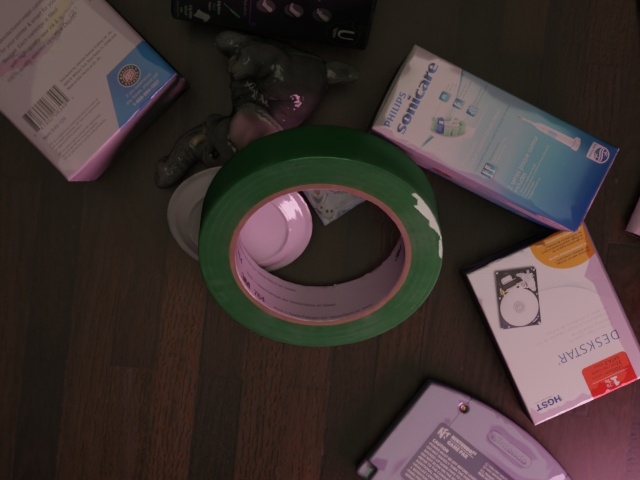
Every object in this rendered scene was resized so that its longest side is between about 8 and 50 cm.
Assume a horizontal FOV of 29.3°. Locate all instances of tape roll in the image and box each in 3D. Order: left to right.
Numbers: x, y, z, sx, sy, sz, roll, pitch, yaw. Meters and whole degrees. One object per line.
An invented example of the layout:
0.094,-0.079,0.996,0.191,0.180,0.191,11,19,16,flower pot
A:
0.000,0.000,1.619,0.321,0.077,0.321,0,128,0,tape roll

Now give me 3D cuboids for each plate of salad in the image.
-0.110,-0.031,1.682,0.199,0.048,0.200,3,132,3,plate of salad

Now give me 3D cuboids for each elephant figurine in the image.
-0.093,-0.155,1.677,0.169,0.186,0.239,5,107,-43,elephant figurine

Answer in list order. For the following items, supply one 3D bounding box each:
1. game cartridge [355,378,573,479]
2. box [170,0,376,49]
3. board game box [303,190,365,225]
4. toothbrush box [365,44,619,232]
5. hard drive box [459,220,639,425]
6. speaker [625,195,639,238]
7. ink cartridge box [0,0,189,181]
0.224,0.342,1.735,0.297,0.062,0.198,39,87,-2,game cartridge
-0.053,-0.377,1.628,0.270,0.143,0.165,10,58,0,box
0.020,-0.082,1.730,0.090,0.020,0.090,-32,93,1,board game box
0.217,-0.131,1.634,0.295,0.216,0.126,28,91,-2,toothbrush box
0.325,0.111,1.708,0.181,0.089,0.232,-25,93,1,hard drive box
0.478,-0.063,1.719,0.055,0.055,0.136,22,92,-2,speaker
-0.344,-0.242,1.630,0.198,0.197,0.270,-44,92,2,ink cartridge box
